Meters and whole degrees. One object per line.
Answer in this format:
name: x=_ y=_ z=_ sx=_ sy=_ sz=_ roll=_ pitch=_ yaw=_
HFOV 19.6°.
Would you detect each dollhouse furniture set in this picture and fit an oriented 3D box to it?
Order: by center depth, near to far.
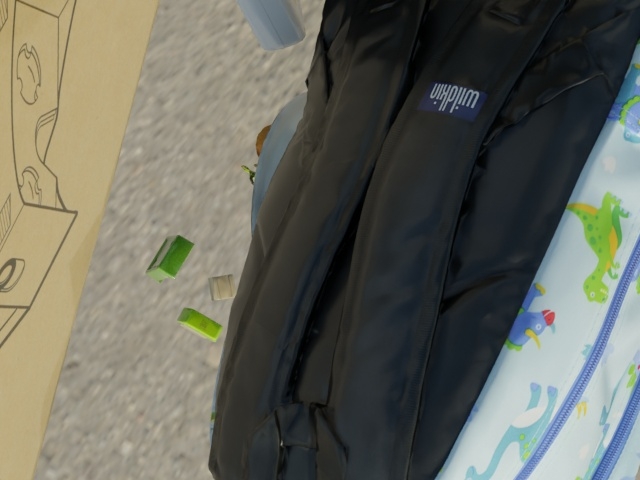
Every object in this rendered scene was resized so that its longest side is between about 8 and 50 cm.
dollhouse furniture set: x=-0.067 y=0.053 z=1.493 sx=0.152 sy=0.058 sz=0.076 roll=31 pitch=80 yaw=-10

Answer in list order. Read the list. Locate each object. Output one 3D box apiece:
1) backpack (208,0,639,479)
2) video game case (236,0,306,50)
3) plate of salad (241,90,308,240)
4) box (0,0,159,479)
backpack: x=0.081 y=0.033 z=1.072 sx=0.290 sy=0.355 sz=0.273 roll=7 pitch=149 yaw=42
video game case: x=-0.088 y=-0.332 z=1.176 sx=0.036 sy=0.329 sz=0.300 roll=-17 pitch=148 yaw=9
plate of salad: x=0.000 y=0.000 z=1.234 sx=0.048 sy=0.200 sz=0.200 roll=-5 pitch=108 yaw=29
box: x=-0.092 y=-0.019 z=0.476 sx=0.021 sy=0.164 sz=0.201 roll=14 pitch=90 yaw=16
